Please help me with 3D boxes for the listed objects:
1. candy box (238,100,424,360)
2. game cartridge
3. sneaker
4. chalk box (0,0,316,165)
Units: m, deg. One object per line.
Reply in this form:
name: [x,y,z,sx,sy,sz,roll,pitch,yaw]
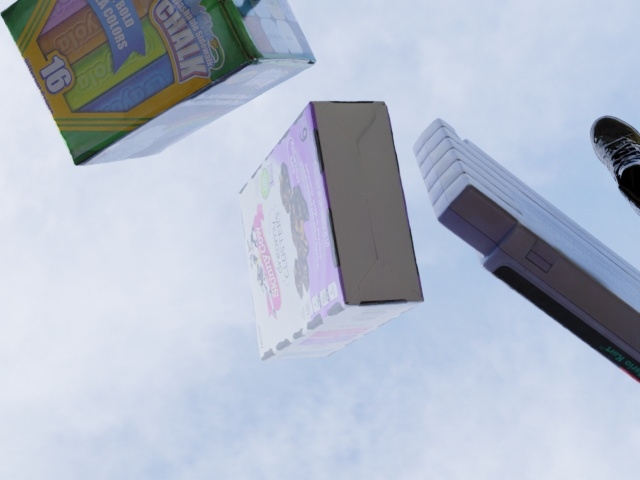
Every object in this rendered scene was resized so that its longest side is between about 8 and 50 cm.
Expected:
candy box: [0.000,0.000,0.830,0.070,0.196,0.165,-2,-108,-23]
game cartridge: [0.246,0.030,0.979,0.355,0.230,0.068,35,-68,-14]
sneaker: [0.324,-0.070,1.017,0.051,0.089,0.170,-31,-114,15]
chalk box: [-0.098,-0.163,0.738,0.213,0.132,0.132,-27,-91,21]
